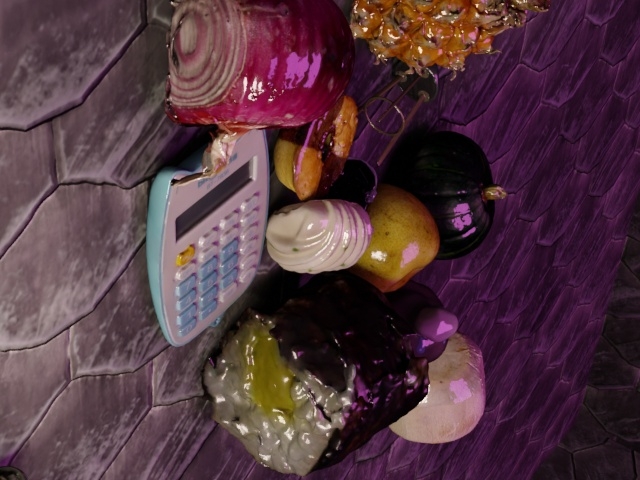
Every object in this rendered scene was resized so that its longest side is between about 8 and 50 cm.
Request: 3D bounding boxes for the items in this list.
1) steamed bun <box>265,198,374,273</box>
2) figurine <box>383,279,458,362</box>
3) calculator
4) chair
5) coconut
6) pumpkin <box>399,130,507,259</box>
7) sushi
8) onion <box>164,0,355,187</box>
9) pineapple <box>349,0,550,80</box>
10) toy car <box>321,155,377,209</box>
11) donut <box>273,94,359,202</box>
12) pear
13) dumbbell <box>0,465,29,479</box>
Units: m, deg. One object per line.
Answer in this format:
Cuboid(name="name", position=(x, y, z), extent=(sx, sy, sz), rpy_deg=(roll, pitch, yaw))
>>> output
Cuboid(name="steamed bun", position=(0.000, 0.000, 1.928), extent=(0.183, 0.183, 0.106), rpy_deg=(26, 59, -63))
Cuboid(name="figurine", position=(0.125, 0.242, 2.364), extent=(0.206, 0.218, 0.365), rpy_deg=(-80, -175, -64))
Cuboid(name="calculator", position=(-0.166, -0.006, 1.780), extent=(0.256, 0.054, 0.386), rpy_deg=(-43, 147, -37))
Cuboid(name="chair", position=(0.133, -0.234, 2.055), extent=(0.221, 0.104, 0.095), rpy_deg=(-52, 125, -32))
Cuboid(name="coconut", position=(0.247, 0.321, 2.607), extent=(0.245, 0.245, 0.247), rpy_deg=(-46, 150, -32))
Cuboid(name="pumpkin", position=(0.253, -0.087, 2.289), extent=(0.250, 0.216, 0.250), rpy_deg=(-6, 90, -70))
Cuboid(name="sushi", position=(0.000, 0.224, 1.993), extent=(0.294, 0.299, 0.281), rpy_deg=(-21, 141, -50))
Cuboid(name="onion", position=(-0.068, -0.238, 1.541), extent=(0.256, 0.230, 0.272), rpy_deg=(-42, 127, -48))
Cuboid(name="pineapple", position=(0.192, -0.358, 1.862), extent=(0.209, 0.286, 0.344), rpy_deg=(-52, 150, -24))
Cuboid(name="toy car", position=(0.027, -0.048, 2.048), extent=(0.205, 0.095, 0.056), rpy_deg=(-62, 177, -7))
Cuboid(name="donut", position=(-0.011, -0.156, 1.905), extent=(0.166, 0.073, 0.184), rpy_deg=(-12, 122, -57))
Cuboid(name="pear", position=(0.110, -0.007, 2.137), extent=(0.197, 0.197, 0.197), rpy_deg=(-42, 146, -38))
Cuboid(name="dumbbell", position=(-0.416, 0.371, 1.623), extent=(0.081, 0.081, 0.254), rpy_deg=(-52, 151, -23))
